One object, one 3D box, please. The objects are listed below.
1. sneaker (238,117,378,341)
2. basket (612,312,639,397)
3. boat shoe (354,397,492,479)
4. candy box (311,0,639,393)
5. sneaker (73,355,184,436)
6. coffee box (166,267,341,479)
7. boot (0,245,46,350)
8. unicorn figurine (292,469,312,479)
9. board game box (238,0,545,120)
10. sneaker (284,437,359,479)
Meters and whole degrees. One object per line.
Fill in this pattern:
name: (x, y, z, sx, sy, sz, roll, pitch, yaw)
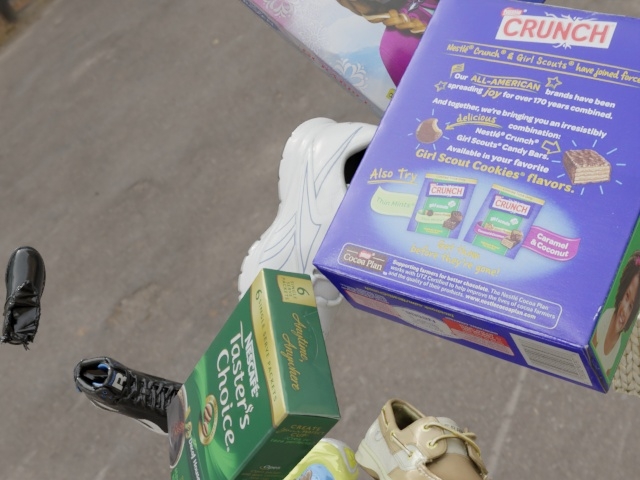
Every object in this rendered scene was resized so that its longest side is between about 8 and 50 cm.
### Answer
sneaker: (0.000, 0.000, 1.036, 0.129, 0.111, 0.297, -2, 72, 51)
basket: (0.422, 0.116, 1.216, 0.103, 0.167, 0.113, 2, 44, 23)
boat shoe: (0.056, 0.112, 0.492, 0.135, 0.050, 0.045, 13, 83, 68)
candy box: (0.185, -0.058, 0.893, 0.268, 0.122, 0.317, 17, 73, 31)
sneaker: (-0.262, 0.225, 1.398, 0.216, 0.121, 0.079, 9, 67, 16)
coffee box: (-0.053, 0.115, 0.649, 0.184, 0.040, 0.113, -53, 36, 41)
boot: (-0.324, 0.060, 1.050, 0.099, 0.045, 0.121, 155, 122, -69)
unicorn figurine: (-0.027, 0.255, 0.686, 0.111, 0.060, 0.162, -15, 63, 10)
board game box: (0.099, -0.328, 1.143, 0.319, 0.318, 0.066, -51, 4, -3)
sneaker: (-0.064, 0.311, 1.084, 0.240, 0.091, 0.126, -33, 29, 29)
